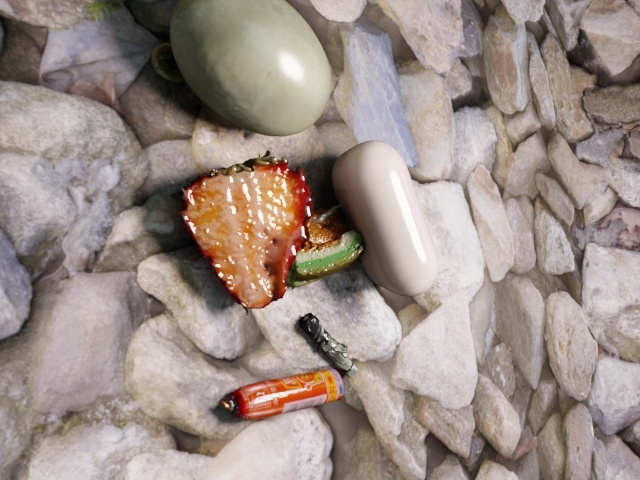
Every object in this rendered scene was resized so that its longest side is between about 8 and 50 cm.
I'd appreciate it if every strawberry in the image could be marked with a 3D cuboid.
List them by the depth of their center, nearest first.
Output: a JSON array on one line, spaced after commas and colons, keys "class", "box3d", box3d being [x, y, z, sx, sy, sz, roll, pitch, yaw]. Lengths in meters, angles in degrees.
[{"class": "strawberry", "box3d": [-0.132, -0.032, 1.082, 0.253, 0.150, 0.280, -34, 106, -18]}]

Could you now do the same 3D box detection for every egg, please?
[{"class": "egg", "box3d": [-0.132, -0.356, 1.074, 0.352, 0.258, 0.259, 36, 60, -28]}]

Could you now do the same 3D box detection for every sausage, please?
[{"class": "sausage", "box3d": [-0.076, 0.314, 1.097, 0.273, 0.074, 0.074, -1, 81, -39]}]

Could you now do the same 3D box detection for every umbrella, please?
[{"class": "umbrella", "box3d": [0.024, 0.234, 1.210, 0.050, 0.046, 0.188, -39, 110, 0]}]

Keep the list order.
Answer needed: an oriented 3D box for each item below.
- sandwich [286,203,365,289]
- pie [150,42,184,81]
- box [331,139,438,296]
[{"class": "sandwich", "box3d": [-0.007, 0.005, 1.185, 0.184, 0.109, 0.160, -24, 77, -18]}, {"class": "pie", "box3d": [-0.299, -0.356, 1.086, 0.084, 0.021, 0.084, 10, 74, -38]}, {"class": "box", "box3d": [0.141, -0.049, 1.228, 0.141, 0.288, 0.349, -22, 96, -5]}]
